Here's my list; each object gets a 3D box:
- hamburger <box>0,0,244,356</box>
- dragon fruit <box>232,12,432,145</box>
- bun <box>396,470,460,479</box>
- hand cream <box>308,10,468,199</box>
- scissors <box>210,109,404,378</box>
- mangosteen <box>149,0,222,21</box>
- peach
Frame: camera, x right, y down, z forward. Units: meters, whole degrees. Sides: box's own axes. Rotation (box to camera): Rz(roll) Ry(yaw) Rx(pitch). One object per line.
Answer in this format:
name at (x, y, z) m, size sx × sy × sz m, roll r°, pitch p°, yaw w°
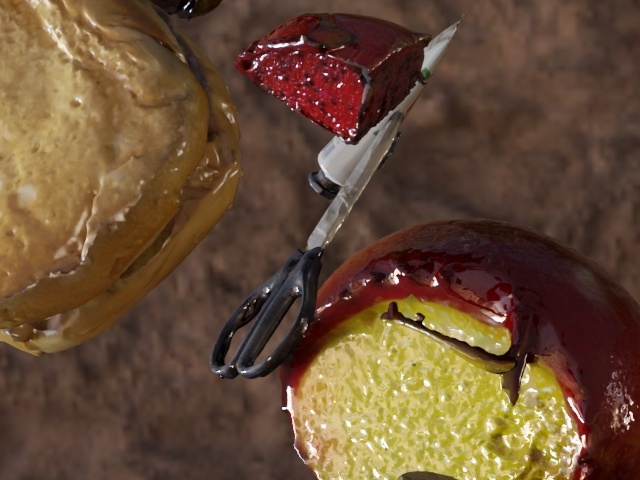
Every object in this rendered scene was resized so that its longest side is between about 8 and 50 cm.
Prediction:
hamburger at (-0.149, -0.053, 1.022) m, size 0.214 × 0.108 × 0.213 m, roll -10°, pitch -114°, yaw 22°
dragon fruit at (0.012, -0.181, 1.796) m, size 0.161 × 0.120 × 0.127 m, roll 29°, pitch -128°, yaw 11°
bun at (0.099, 0.240, 1.689) m, size 0.086 × 0.055 × 0.086 m, roll 12°, pitch -161°, yaw -4°
hand cream at (0.071, -0.136, 1.933) m, size 0.050 × 0.234 × 0.080 m, roll 39°, pitch -157°, yaw -4°
scissors at (0.000, 0.000, 1.680) m, size 0.109 × 0.022 × 0.300 m, roll -4°, pitch -134°, yaw 53°
mangosteen at (-0.130, -0.284, 1.707) m, size 0.184 × 0.172 × 0.172 m, roll -14°, pitch -155°, yaw 9°
peach at (0.172, 0.143, 1.946) m, size 0.406 × 0.335 × 0.310 m, roll 10°, pitch -158°, yaw 40°
